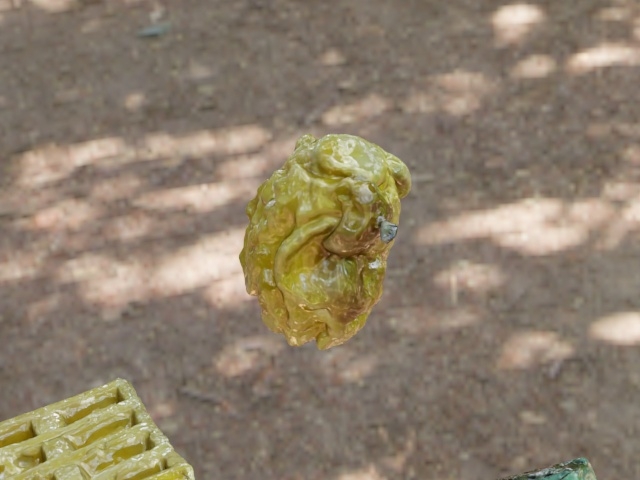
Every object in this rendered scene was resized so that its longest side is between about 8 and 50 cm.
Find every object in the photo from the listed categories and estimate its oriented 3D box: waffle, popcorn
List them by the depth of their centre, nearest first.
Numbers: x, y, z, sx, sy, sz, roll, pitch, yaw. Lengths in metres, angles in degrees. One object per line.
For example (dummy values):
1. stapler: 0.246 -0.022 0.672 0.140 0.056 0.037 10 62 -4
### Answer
1. waffle: -0.206 0.183 1.086 0.221 0.055 0.248 -21 18 -14
2. popcorn: 0.002 -0.012 1.399 0.140 0.194 0.163 13 41 -2

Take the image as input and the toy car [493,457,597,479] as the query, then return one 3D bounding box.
1. toy car: 0.166 0.325 1.119 0.141 0.320 0.097 -19 -6 24
